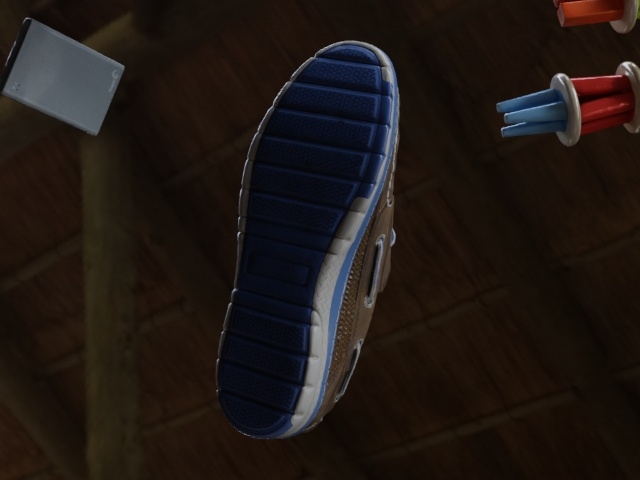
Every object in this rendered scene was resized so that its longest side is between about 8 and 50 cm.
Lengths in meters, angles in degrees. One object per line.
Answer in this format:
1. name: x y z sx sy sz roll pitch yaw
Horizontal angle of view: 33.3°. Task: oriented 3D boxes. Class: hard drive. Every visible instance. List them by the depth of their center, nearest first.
1. hard drive: -0.308 -0.193 1.276 0.022 0.135 0.094 19 -94 47

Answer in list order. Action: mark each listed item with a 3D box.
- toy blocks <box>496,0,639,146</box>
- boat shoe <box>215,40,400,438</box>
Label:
1. toy blocks: 0.194 -0.132 0.749 0.054 0.148 0.123 -121 -159 -78
2. boat shoe: 0.000 0.000 0.500 0.066 0.066 0.183 19 -87 28
